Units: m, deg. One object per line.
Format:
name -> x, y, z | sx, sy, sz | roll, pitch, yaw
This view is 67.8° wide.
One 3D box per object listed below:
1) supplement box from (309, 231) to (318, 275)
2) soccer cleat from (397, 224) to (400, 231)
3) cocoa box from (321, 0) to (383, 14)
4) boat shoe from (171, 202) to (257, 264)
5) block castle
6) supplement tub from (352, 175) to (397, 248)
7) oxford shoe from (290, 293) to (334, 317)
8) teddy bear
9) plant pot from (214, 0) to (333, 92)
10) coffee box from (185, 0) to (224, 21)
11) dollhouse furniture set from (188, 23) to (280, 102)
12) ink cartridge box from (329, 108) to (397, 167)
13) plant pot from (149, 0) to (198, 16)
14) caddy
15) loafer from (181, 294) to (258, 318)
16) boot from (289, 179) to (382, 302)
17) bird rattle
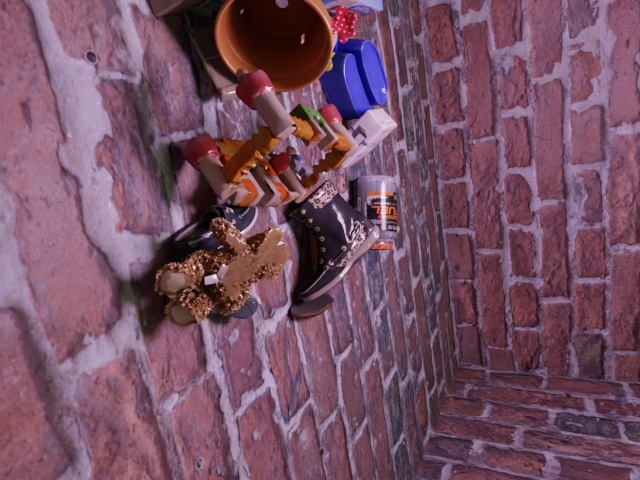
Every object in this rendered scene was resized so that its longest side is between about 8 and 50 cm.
supplement box -> 0.015, 0.054, 1.784 | 0.080, 0.078, 0.233 | -17, 103, -61
soccer cleat -> 0.313, -0.044, 2.361 | 0.121, 0.094, 0.289 | -64, 159, 11
cocoa box -> 0.064, -0.974, 1.785 | 0.347, 0.228, 0.231 | -30, 115, -59
boat shoe -> -0.265, -0.040, 1.234 | 0.302, 0.115, 0.091 | -57, 142, -48
block castle -> -0.125, -0.265, 1.292 | 0.212, 0.303, 0.453 | 55, 24, 14
supplement tub -> 0.238, -0.116, 2.087 | 0.194, 0.194, 0.315 | 4, 84, -62
oxford shoe -> -0.035, 0.249, 1.696 | 0.212, 0.076, 0.076 | -6, 133, -52
teddy bear -> -0.236, 0.072, 1.145 | 0.338, 0.113, 0.245 | -44, 123, -24
plant pot -> -0.107, -0.562, 1.223 | 0.291, 0.291, 0.203 | 52, 35, -47
coffee box -> -0.266, -0.641, 1.272 | 0.040, 0.113, 0.184 | 100, 14, -47
dollhouse furniture set -> -0.237, -0.504, 1.370 | 0.302, 0.151, 0.197 | -31, 99, -36
ink cartridge box -> 0.174, -0.416, 1.932 | 0.100, 0.237, 0.172 | 51, 31, 5
plant pot -> -0.346, -0.608, 1.139 | 0.109, 0.097, 0.109 | -49, 130, -52
caddy -> 0.125, -0.653, 1.938 | 0.241, 0.179, 0.341 | -46, 132, -25
loafer -> -0.279, 0.141, 1.254 | 0.096, 0.084, 0.268 | -57, 139, -1
boot -> 0.000, 0.000, 1.657 | 0.377, 0.138, 0.284 | -44, 101, -8
bird rattle -> 0.004, -0.729, 1.691 | 0.207, 0.143, 0.253 | 26, 97, -20
